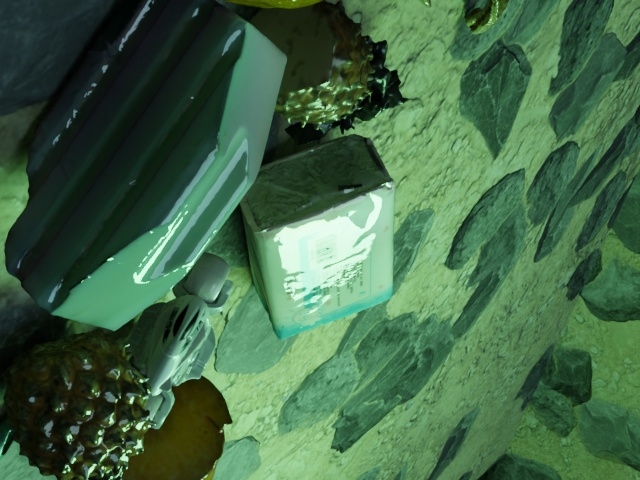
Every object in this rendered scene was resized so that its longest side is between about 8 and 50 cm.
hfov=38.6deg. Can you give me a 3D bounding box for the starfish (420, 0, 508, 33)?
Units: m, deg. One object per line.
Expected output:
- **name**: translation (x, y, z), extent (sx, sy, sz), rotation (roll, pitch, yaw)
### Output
- **starfish**: translation (0.248, -0.415, 1.249), extent (0.375, 0.094, 0.327), rotation (-38, 147, -36)

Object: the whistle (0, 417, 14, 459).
- **whistle**: translation (-0.403, 0.257, 1.075), extent (0.186, 0.039, 0.039), rotation (-38, 149, -26)

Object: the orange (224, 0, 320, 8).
- **orange**: translation (-0.038, -0.319, 0.754), extent (0.264, 0.264, 0.264), rotation (-37, 149, -28)

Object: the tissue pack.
- **tissue pack**: translation (-0.002, 0.001, 1.265), extent (0.201, 0.124, 0.271), rotation (-23, 146, -14)

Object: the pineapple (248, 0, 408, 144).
- **pineapple**: translation (0.009, -0.192, 1.108), extent (0.170, 0.141, 0.310), rotation (-43, 164, 13)

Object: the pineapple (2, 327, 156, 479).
- **pineapple**: translation (-0.270, 0.203, 1.045), extent (0.166, 0.166, 0.193), rotation (-22, 103, -45)

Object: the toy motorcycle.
- **toy motorcycle**: translation (-0.186, 0.129, 1.158), extent (0.254, 0.112, 0.112), rotation (-63, 155, -13)

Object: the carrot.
- **carrot**: translation (-0.225, 0.305, 1.279), extent (0.196, 0.196, 0.254), rotation (-37, 158, -28)

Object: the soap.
- **soap**: translation (-0.169, -0.080, 0.879), extent (0.324, 0.193, 0.109), rotation (-54, 152, 3)
